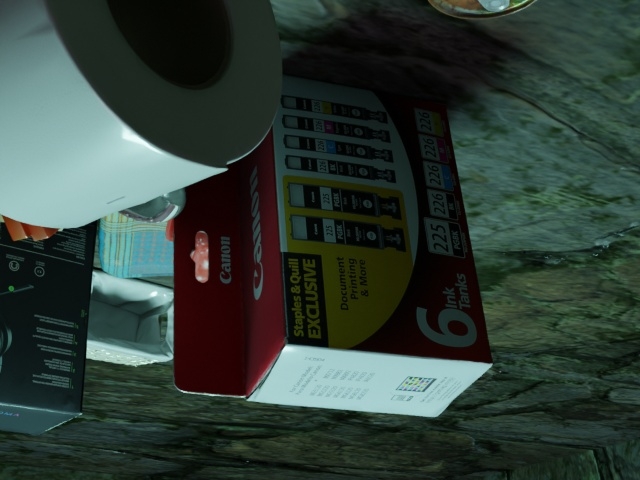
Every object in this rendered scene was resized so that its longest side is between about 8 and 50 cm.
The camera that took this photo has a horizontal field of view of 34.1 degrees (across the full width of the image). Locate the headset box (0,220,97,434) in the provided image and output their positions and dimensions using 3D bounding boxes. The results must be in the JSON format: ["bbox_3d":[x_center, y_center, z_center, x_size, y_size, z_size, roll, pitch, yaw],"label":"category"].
[{"bbox_3d":[-0.421,0.095,1.286,0.246,0.283,0.131,15,152,-34],"label":"headset box"}]

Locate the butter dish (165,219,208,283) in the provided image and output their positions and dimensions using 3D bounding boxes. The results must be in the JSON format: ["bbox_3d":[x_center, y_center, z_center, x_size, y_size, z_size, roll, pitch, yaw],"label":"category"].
[{"bbox_3d":[-0.100,0.013,1.229,0.160,0.118,0.160,6,154,-13],"label":"butter dish"}]

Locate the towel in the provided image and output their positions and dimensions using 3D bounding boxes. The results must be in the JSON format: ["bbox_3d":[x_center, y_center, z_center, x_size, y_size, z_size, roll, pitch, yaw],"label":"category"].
[{"bbox_3d":[-0.141,-0.029,1.318,0.271,0.040,0.370,3,157,-11],"label":"towel"}]

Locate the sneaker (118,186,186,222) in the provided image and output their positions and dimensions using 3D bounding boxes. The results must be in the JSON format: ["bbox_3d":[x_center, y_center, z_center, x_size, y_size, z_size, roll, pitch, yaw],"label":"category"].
[{"bbox_3d":[-0.249,-0.057,0.995,0.162,0.106,0.281,-18,-165,-30],"label":"sneaker"}]

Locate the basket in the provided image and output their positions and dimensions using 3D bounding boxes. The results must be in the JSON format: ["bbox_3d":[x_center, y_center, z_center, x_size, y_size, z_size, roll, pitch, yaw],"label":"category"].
[{"bbox_3d":[-0.311,0.121,1.574,0.167,0.113,0.103,18,154,-38],"label":"basket"}]

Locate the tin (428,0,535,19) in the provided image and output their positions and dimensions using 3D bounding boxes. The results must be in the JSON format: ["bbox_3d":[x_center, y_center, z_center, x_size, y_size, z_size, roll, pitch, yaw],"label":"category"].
[{"bbox_3d":[0.122,-0.242,0.832,0.106,0.040,0.189,-6,157,21],"label":"tin"}]

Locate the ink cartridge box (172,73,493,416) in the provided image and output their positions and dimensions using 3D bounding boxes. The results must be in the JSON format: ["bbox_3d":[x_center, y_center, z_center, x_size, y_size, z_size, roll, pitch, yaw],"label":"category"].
[{"bbox_3d":[0.000,0.000,1.027,0.272,0.309,0.130,7,146,-19],"label":"ink cartridge box"}]

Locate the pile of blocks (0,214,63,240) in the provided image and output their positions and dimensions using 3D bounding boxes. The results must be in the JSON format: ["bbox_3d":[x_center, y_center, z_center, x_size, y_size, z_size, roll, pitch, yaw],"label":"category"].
[{"bbox_3d":[-0.426,-0.061,1.138,0.149,0.113,0.362,-19,150,37],"label":"pile of blocks"}]

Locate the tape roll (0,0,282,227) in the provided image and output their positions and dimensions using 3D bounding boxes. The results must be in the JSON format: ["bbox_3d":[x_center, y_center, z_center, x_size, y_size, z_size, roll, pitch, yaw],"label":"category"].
[{"bbox_3d":[-0.169,-0.147,0.778,0.169,0.246,0.246,-17,152,34],"label":"tape roll"}]
